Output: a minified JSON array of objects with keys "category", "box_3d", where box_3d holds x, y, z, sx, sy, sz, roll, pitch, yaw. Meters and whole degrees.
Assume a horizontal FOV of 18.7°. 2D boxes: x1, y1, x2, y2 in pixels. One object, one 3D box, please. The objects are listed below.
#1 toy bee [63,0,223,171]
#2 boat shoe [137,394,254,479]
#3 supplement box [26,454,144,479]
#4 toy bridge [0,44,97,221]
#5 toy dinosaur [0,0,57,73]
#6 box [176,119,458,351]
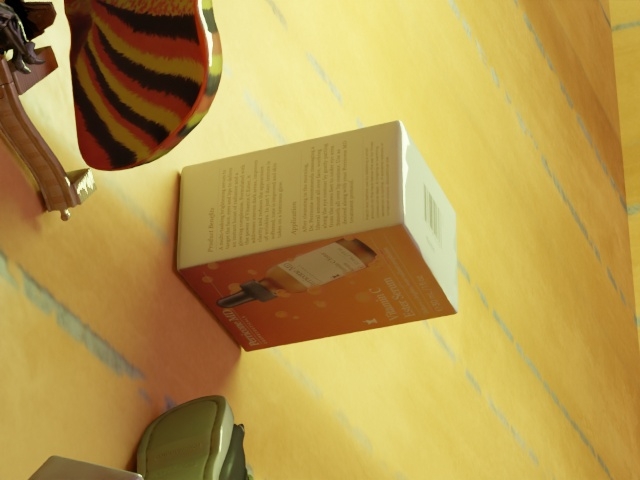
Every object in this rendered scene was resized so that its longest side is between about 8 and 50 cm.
[{"category":"toy bee","box_3d":[-0.104,-0.198,1.158,0.195,0.162,0.298,-86,159,-63]},{"category":"boat shoe","box_3d":[-0.086,0.178,1.194,0.228,0.081,0.069,-67,138,-62]},{"category":"supplement box","box_3d":[-0.113,0.248,1.028,0.130,0.073,0.239,-47,128,-36]},{"category":"toy bridge","box_3d":[-0.180,-0.099,1.160,0.063,0.026,0.188,-55,132,-64]},{"category":"toy dinosaur","box_3d":[-0.199,-0.166,0.980,0.218,0.164,0.322,-11,112,-55]},{"category":"box","box_3d":[0.000,0.000,1.400,0.130,0.170,0.091,54,30,-52]}]
